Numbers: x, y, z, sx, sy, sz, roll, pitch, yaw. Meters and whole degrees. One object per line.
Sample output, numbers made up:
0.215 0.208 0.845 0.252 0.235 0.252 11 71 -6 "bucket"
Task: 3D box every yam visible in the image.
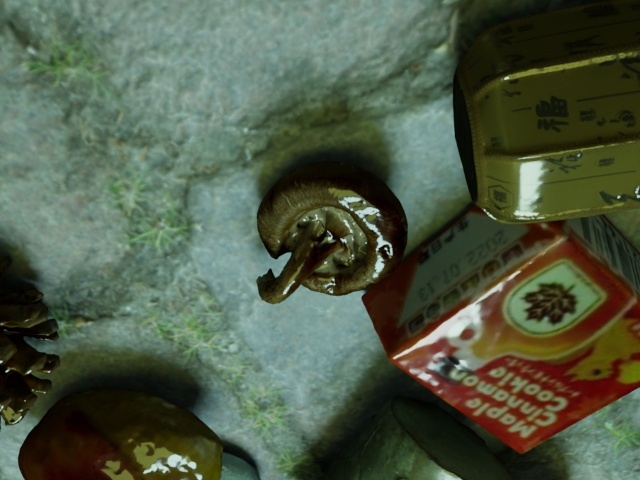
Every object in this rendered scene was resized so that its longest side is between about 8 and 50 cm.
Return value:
0.083 0.305 0.760 0.168 0.168 0.304 23 121 -15 "yam"

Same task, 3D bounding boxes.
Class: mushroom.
0.000 -0.001 0.605 0.170 0.080 0.135 -39 104 24 "mushroom"

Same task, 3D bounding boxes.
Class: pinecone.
-0.345 0.106 0.632 0.179 0.150 0.195 -26 131 -3 "pinecone"

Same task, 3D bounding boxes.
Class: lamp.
0.197 -0.093 0.490 0.185 0.161 0.161 -11 124 9 "lamp"

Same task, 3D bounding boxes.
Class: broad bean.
-0.224 0.244 0.737 0.228 0.122 0.156 6 109 10 "broad bean"

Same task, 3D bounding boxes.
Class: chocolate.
0.202 0.081 0.642 0.237 0.108 0.235 38 118 -24 "chocolate"

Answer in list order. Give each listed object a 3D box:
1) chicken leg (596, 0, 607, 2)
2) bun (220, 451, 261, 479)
0.213 -0.249 0.429 0.085 0.101 0.207 19 139 25 "chicken leg"
-0.140 0.330 0.829 0.140 0.083 0.141 -1 125 -2 "bun"
